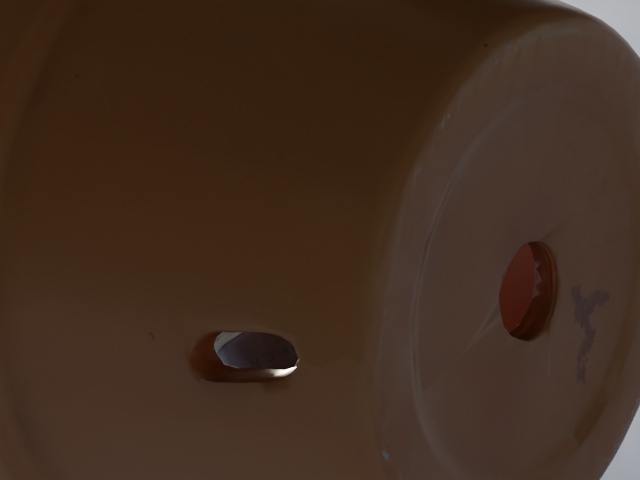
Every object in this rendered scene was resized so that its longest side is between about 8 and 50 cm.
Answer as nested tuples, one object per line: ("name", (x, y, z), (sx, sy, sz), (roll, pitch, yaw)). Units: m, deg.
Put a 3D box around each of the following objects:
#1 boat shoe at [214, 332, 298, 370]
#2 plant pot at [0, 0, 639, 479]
("boat shoe", (0.013, 0.084, 1.102), (0.102, 0.285, 0.092), (-22, -108, 14))
("plant pot", (0.000, 0.000, 0.718), (0.203, 0.291, 0.291), (12, -140, 39))
